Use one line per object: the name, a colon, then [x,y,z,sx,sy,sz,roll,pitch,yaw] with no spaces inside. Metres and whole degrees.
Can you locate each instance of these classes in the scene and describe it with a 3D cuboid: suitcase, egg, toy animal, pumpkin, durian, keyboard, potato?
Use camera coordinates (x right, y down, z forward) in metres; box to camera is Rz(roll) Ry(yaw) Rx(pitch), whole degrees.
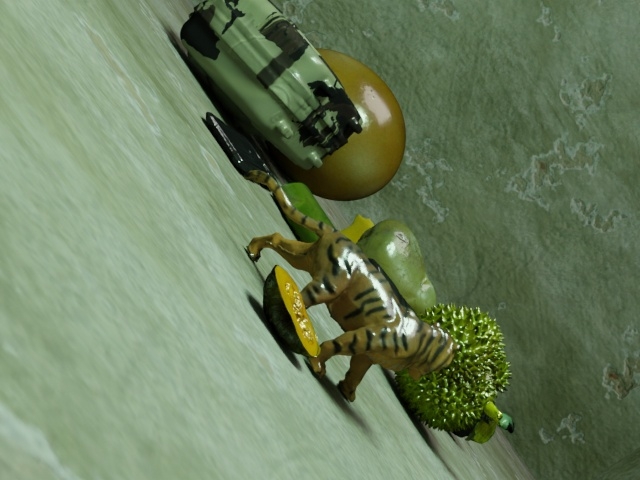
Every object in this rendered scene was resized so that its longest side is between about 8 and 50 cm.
suitcase: [-0.105,-0.301,1.696,0.339,0.194,0.351,49,4,19]
egg: [0.020,-0.243,1.981,0.351,0.282,0.282,45,2,13]
toy animal: [0.009,0.032,0.856,0.255,0.116,0.114,55,3,5]
pumpkin: [-0.029,0.063,0.778,0.083,0.028,0.050,64,13,9]
durian: [0.171,0.177,1.288,0.146,0.159,0.198,40,45,-34]
keyboard: [-0.113,-0.126,1.391,0.106,0.016,0.262,55,5,6]
potato: [0.130,0.067,1.678,0.194,0.157,0.157,53,5,-7]

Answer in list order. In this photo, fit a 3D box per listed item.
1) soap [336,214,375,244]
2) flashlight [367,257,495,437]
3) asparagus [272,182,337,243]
soap: [0.151,0.102,1.963,0.324,0.096,0.204,50,7,-47]
flashlight: [0.155,0.180,1.518,0.424,0.103,0.103,49,7,-37]
asparagus: [0.002,-0.001,1.392,0.067,0.060,0.278,33,19,-51]
